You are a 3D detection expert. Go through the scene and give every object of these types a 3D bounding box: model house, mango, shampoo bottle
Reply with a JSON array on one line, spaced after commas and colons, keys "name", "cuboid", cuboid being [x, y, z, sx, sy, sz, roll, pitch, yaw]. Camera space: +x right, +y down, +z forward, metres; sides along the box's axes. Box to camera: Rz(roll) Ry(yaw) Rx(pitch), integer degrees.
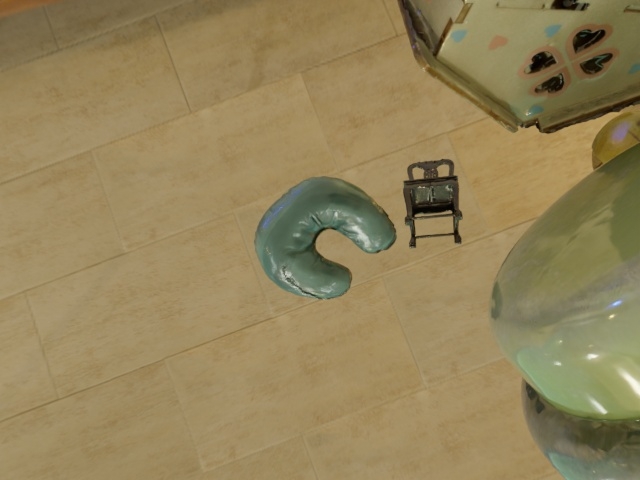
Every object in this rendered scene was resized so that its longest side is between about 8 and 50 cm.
[{"name": "model house", "cuboid": [0.211, -0.215, 0.464, 0.326, 0.244, 0.169, -4, 60, -14]}, {"name": "mango", "cuboid": [0.690, -0.160, 1.306, 0.167, 0.130, 0.261, 18, 119, 41]}, {"name": "shampoo bottle", "cuboid": [0.317, 0.086, 0.437, 0.317, 0.322, 0.322, 45, 87, -2]}]

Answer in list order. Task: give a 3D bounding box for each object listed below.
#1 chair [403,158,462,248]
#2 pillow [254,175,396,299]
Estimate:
[{"name": "chair", "cuboid": [0.219, -0.104, 1.153, 0.106, 0.113, 0.229, -5, 56, 11]}, {"name": "pillow", "cuboid": [0.000, 0.000, 1.021, 0.214, 0.086, 0.233, 36, 105, -14]}]
